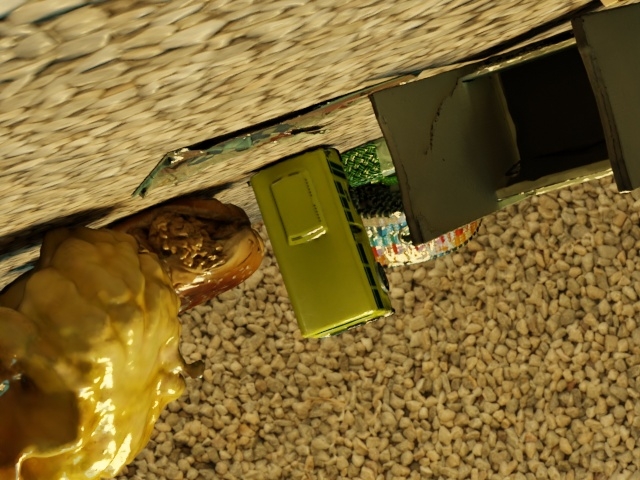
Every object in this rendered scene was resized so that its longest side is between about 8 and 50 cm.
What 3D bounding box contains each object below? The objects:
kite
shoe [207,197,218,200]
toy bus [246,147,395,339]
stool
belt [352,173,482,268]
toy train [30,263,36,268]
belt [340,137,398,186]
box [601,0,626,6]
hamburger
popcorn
[{"bbox_3d":[-0.064,-0.106,1.385,0.406,0.014,0.368,-21,179,27],"label":"kite"},{"bbox_3d":[-0.218,-0.016,2.007,0.099,0.071,0.169,-12,175,-36],"label":"shoe"},{"bbox_3d":[0.000,0.000,1.809,0.128,0.262,0.150,-21,172,13],"label":"toy bus"},{"bbox_3d":[0.233,-0.124,1.290,0.243,0.170,0.270,-16,-176,37],"label":"stool"},{"bbox_3d":[0.137,-0.053,2.223,0.295,0.160,0.207,-20,-138,-4],"label":"belt"},{"bbox_3d":[-0.353,0.084,2.033,0.129,0.159,0.326,-23,178,12],"label":"toy train"},{"bbox_3d":[0.104,-0.126,2.106,0.151,0.079,0.121,-21,179,20],"label":"belt"},{"bbox_3d":[0.335,-0.254,1.219,0.149,0.020,0.073,-19,180,-39],"label":"box"},{"bbox_3d":[-0.198,0.028,1.844,0.243,0.146,0.286,-17,168,-31],"label":"hamburger"},{"bbox_3d":[-0.344,0.136,1.572,0.382,0.349,0.349,20,-165,18],"label":"popcorn"}]
